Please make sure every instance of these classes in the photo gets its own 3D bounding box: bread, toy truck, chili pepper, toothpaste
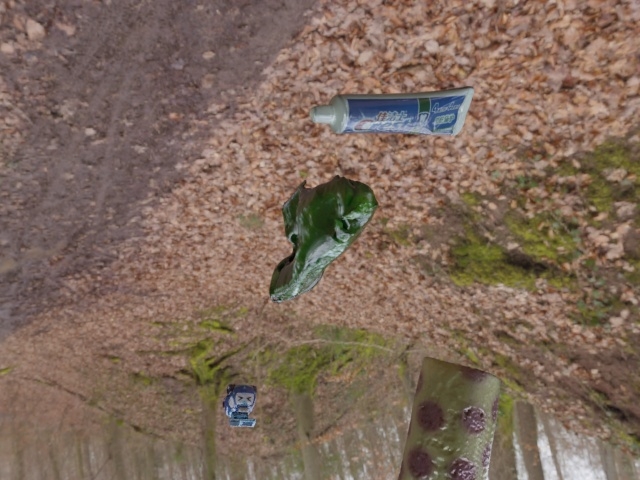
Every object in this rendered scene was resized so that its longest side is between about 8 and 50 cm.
[{"bbox_3d":[0.292,0.452,1.093,0.187,0.338,0.155,5,164,40],"label":"bread"},{"bbox_3d":[-0.146,0.316,0.891,0.056,0.073,0.090,11,-156,-25],"label":"toy truck"},{"bbox_3d":[-0.003,0.000,0.446,0.062,0.108,0.216,10,164,-11],"label":"chili pepper"},{"bbox_3d":[0.078,-0.131,0.493,0.197,0.057,0.035,-9,-143,-26],"label":"toothpaste"}]
